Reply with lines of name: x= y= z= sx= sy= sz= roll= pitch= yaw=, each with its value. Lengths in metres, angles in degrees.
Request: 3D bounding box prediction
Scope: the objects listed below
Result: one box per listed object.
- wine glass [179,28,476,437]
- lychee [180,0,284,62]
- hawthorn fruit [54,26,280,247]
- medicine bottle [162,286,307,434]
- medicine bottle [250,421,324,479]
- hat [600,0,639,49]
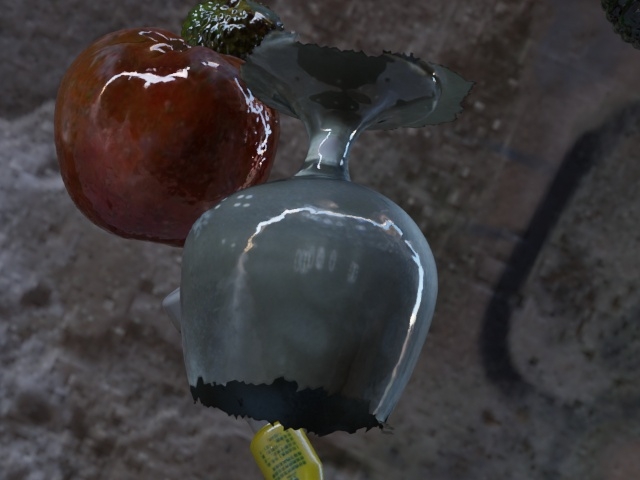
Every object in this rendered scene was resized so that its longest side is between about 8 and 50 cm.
wine glass: x=0.000 y=0.000 z=1.213 sx=0.238 sy=0.322 sz=0.238 roll=9 pitch=-16 yaw=3
lychee: x=-0.126 y=-0.259 z=1.930 sx=0.171 sy=0.171 sz=0.171 roll=24 pitch=-3 yaw=1
hawthorn fruit: x=-0.191 y=-0.128 z=1.679 sx=0.284 sy=0.284 sz=0.284 roll=24 pitch=-3 yaw=1
medicine bottle: x=-0.119 y=0.198 z=2.548 sx=0.339 sy=0.208 sz=0.208 roll=57 pitch=-6 yaw=-4
medicine bottle: x=-0.025 y=0.412 z=2.256 sx=0.260 sy=0.095 sz=0.064 roll=58 pitch=2 yaw=28
hat: x=0.543 y=-0.412 z=2.176 sx=0.242 sy=0.274 sz=0.332 roll=-2 pitch=-3 yaw=5
